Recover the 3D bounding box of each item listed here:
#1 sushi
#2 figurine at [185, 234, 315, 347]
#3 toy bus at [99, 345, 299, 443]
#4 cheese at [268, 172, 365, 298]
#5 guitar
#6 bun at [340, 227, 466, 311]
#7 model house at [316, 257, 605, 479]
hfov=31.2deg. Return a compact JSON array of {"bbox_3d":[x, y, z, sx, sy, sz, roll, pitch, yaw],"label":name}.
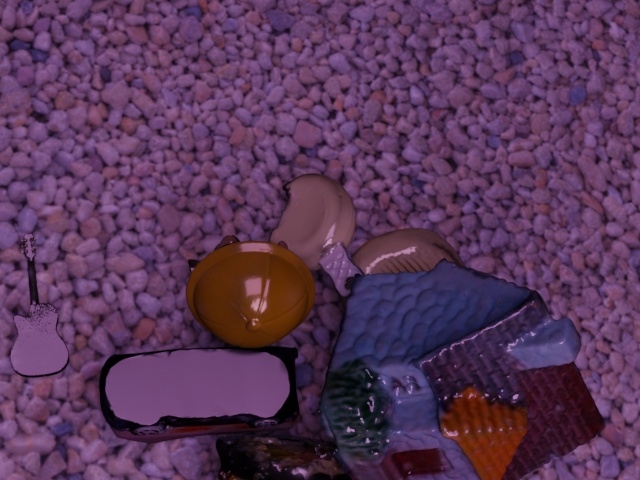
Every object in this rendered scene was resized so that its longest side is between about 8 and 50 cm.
[{"bbox_3d":[-0.055,0.398,1.689,0.225,0.238,0.218,8,83,-10],"label":"sushi"},{"bbox_3d":[-0.111,0.076,1.757,0.192,0.257,0.167,-8,96,-8],"label":"figurine"},{"bbox_3d":[-0.182,0.236,1.750,0.303,0.147,0.127,-3,68,-11],"label":"toy bus"},{"bbox_3d":[0.015,-0.013,1.840,0.071,0.249,0.163,38,82,-44],"label":"cheese"},{"bbox_3d":[-0.449,0.101,1.801,0.088,0.025,0.233,-6,76,-12],"label":"guitar"},{"bbox_3d":[0.133,0.075,1.881,0.222,0.127,0.222,-5,104,-20],"label":"bun"},{"bbox_3d":[0.239,0.233,1.660,0.360,0.339,0.297,57,35,-35],"label":"model house"}]
